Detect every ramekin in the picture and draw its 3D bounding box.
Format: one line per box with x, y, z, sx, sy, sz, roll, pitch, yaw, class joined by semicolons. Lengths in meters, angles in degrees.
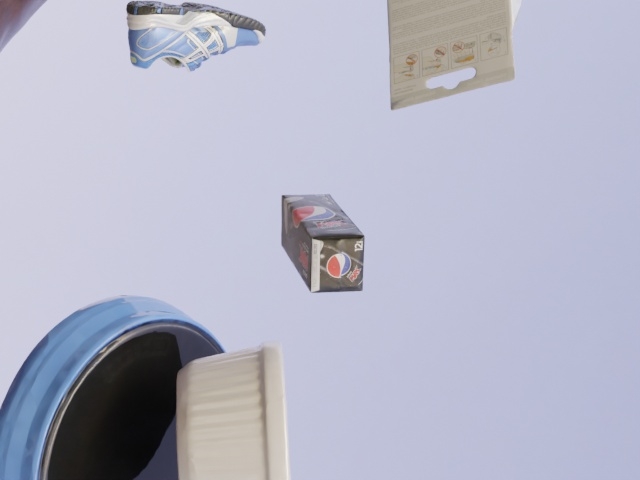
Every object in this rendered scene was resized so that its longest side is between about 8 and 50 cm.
-0.100;0.255;1.742;0.127;0.273;0.273;-3;-133;-2;ramekin

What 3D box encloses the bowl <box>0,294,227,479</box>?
-0.241;0.265;1.843;0.077;0.391;0.391;11;-110;38;bowl

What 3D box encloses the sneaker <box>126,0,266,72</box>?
-0.161;-0.257;1.872;0.080;0.211;0.081;23;-70;47;sneaker

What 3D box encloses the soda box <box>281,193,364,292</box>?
0.000;0.000;1.475;0.169;0.053;0.060;-128;-143;-70;soda box

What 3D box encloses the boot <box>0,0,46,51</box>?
-0.336;-0.216;1.538;0.207;0.090;0.248;-39;174;-14;boot

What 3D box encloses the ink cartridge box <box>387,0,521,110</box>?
0.186;-0.293;2.055;0.189;0.066;0.232;-13;-113;25;ink cartridge box
